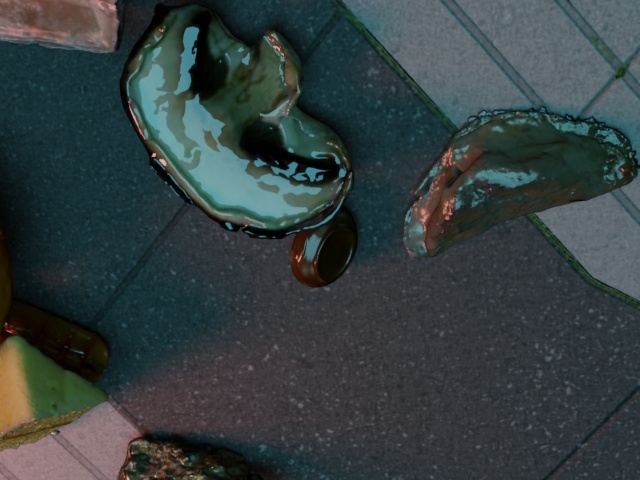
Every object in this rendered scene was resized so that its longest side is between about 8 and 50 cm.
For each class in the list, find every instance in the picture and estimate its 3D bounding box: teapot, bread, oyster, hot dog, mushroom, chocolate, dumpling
[{"bbox_3d":[0.000,0.000,2.044,0.098,0.078,0.129,3,111,-41],"label":"teapot"},{"bbox_3d":[-0.432,0.231,2.100,0.178,0.142,0.266,46,139,-10],"label":"bread"},{"bbox_3d":[-0.182,0.370,2.175,0.260,0.198,0.092,28,132,36],"label":"oyster"},{"bbox_3d":[-0.427,0.145,2.147,0.250,0.076,0.104,24,115,-8],"label":"hot dog"},{"bbox_3d":[-0.108,-0.157,1.957,0.344,0.130,0.247,36,97,-12],"label":"mushroom"},{"bbox_3d":[-0.389,-0.343,1.899,0.303,0.100,0.185,8,141,6],"label":"chocolate"},{"bbox_3d":[0.246,-0.085,1.973,0.332,0.086,0.166,-23,113,11],"label":"dumpling"}]

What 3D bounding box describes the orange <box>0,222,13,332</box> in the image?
[{"bbox_3d":[-0.554,0.034,1.971,0.293,0.340,0.340,-31,110,-13],"label":"orange"}]
